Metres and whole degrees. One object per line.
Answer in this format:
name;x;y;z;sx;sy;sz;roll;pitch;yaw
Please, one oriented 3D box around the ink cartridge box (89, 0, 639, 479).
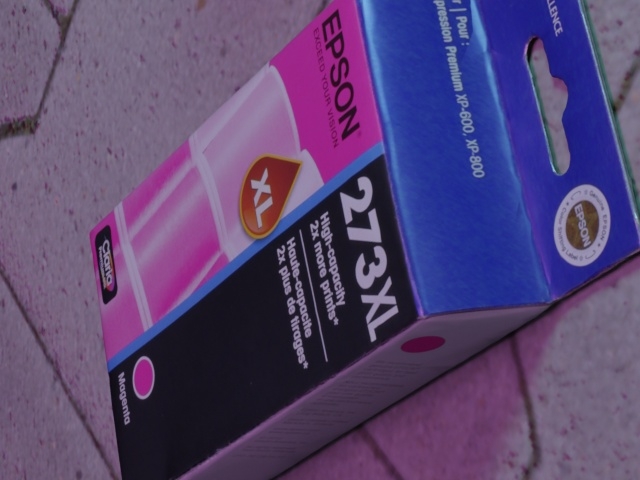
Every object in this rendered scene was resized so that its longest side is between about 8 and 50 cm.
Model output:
ink cartridge box;0.000;0.000;0.861;0.371;0.069;0.176;-36;56;45
